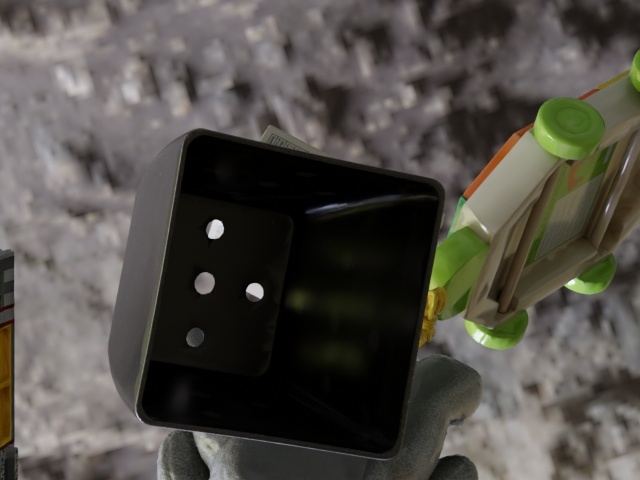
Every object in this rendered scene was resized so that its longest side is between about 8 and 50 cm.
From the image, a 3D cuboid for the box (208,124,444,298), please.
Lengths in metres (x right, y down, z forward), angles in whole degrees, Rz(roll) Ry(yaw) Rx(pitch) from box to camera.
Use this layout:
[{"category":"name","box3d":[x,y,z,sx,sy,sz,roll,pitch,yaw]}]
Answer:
[{"category":"box","box3d":[0.000,0.000,2.238,0.148,0.232,0.127,-60,176,-35]}]

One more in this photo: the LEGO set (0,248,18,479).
[{"category":"LEGO set","box3d":[-0.317,0.076,1.093,0.331,0.192,0.255,3,-173,19]}]

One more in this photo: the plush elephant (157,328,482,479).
[{"category":"plush elephant","box3d":[-0.008,0.265,1.637,0.272,0.330,0.255,5,128,-1]}]

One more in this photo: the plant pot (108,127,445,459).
[{"category":"plant pot","box3d":[-0.049,0.035,1.318,0.187,0.188,0.167,11,177,-24]}]

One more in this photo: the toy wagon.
[{"category":"toy wagon","box3d":[0.187,-0.021,1.653,0.344,0.068,0.267,-29,150,-33]}]
